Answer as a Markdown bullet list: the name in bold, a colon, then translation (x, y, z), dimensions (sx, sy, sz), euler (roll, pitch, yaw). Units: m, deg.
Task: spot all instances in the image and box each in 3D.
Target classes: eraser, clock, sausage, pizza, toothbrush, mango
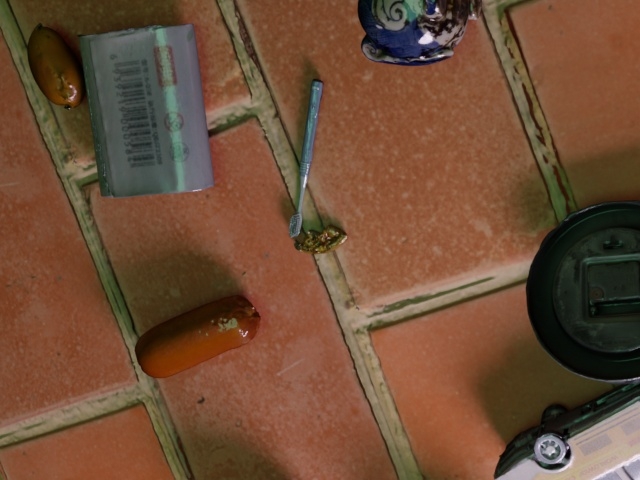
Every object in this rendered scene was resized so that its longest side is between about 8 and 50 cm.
- **eraser**: translation (-0.241, -0.179, 1.702), dimensions (0.174, 0.081, 0.227), euler (-2, 101, 25)
- **clock**: translation (0.362, 0.064, 1.495), dimensions (0.226, 0.049, 0.226), euler (-9, 69, 25)
- **sausage**: translation (-0.173, 0.135, 1.745), dimensions (0.197, 0.076, 0.076), euler (-24, 92, 22)
- **pizza**: translation (0.000, 0.000, 1.683), dimensions (0.083, 0.016, 0.037), euler (-11, 91, 24)
- **toothbrush**: translation (-0.021, -0.109, 1.667), dimensions (0.016, 0.019, 0.220), euler (16, 106, 22)
- **mango**: translation (-0.370, -0.244, 1.743), dimensions (0.077, 0.063, 0.127), euler (-32, 84, 45)

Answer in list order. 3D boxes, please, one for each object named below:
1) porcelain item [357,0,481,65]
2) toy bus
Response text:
- **porcelain item**: translation (0.092, -0.358, 1.514), dimensions (0.186, 0.138, 0.288), euler (2, 101, 31)
- **toy bus**: translation (0.387, 0.242, 1.550), dimensions (0.342, 0.097, 0.138), euler (-35, 95, 22)
